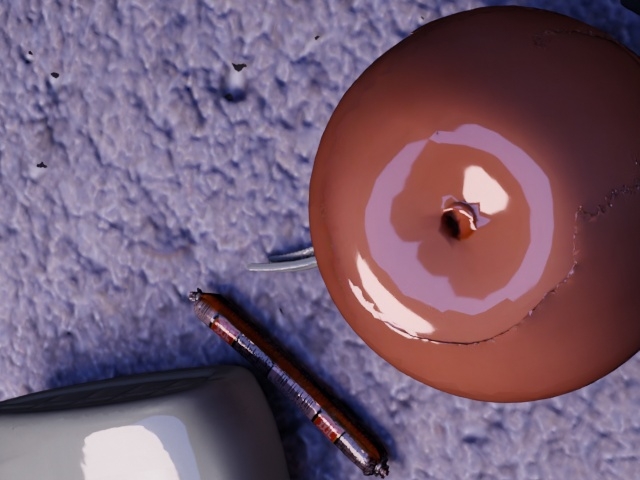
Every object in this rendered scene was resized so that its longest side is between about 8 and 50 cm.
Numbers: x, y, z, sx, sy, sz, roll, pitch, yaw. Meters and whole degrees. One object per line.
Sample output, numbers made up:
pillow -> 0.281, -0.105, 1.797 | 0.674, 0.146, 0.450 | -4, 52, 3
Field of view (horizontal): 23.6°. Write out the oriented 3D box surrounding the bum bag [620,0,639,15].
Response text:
bum bag -> 0.232, -0.213, 0.880 | 0.087, 0.049, 0.197 | 23, 110, 29

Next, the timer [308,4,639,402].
timer -> 0.110, -0.022, 0.894 | 0.230, 0.215, 0.229 | 4, 100, 22

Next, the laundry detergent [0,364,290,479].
laundry detergent -> -0.118, 0.302, 1.136 | 0.264, 0.125, 0.397 | -10, 96, 29

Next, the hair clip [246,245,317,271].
hair clip -> 0.001, 0.000, 1.065 | 0.115, 0.030, 0.039 | -18, 71, 29

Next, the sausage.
sausage -> -0.023, 0.100, 1.096 | 0.198, 0.025, 0.028 | 41, 108, 17
